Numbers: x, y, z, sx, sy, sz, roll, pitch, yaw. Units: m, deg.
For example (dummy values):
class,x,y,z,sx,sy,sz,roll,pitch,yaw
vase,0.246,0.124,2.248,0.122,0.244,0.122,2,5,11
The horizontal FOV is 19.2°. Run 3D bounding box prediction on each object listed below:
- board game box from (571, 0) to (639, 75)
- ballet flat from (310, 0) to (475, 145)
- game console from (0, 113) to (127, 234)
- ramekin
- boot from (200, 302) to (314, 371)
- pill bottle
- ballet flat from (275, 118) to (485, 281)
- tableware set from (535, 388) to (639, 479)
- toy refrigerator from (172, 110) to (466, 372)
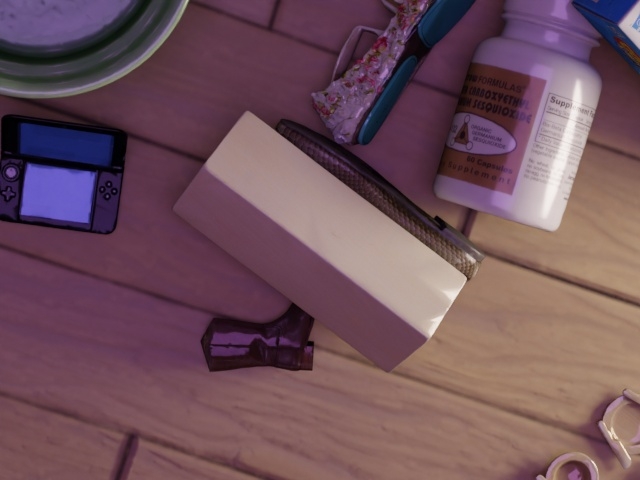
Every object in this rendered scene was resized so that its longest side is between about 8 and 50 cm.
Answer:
class,x,y,z,sx,sy,sz,roll,pitch,yaw
board game box,0.446,-0.240,1.821,0.308,0.086,0.302,-49,122,2
ballet flat,0.074,-0.203,1.863,0.077,0.091,0.241,36,86,18
game console,-0.254,-0.063,1.846,0.122,0.071,0.107,8,93,-5
ramekin,-0.265,-0.288,1.782,0.303,0.148,0.303,-1,98,-7
boot,-0.063,0.080,1.893,0.114,0.037,0.106,2,92,0
pill bottle,0.202,-0.134,1.849,0.131,0.131,0.229,17,92,-6
ballet flat,0.052,-0.034,1.875,0.250,0.084,0.058,35,100,-11
tableware set,0.312,0.246,1.941,0.169,0.020,0.141,-44,96,0
toy refrigerator,0.000,0.000,1.840,0.269,0.102,0.094,37,58,-4
